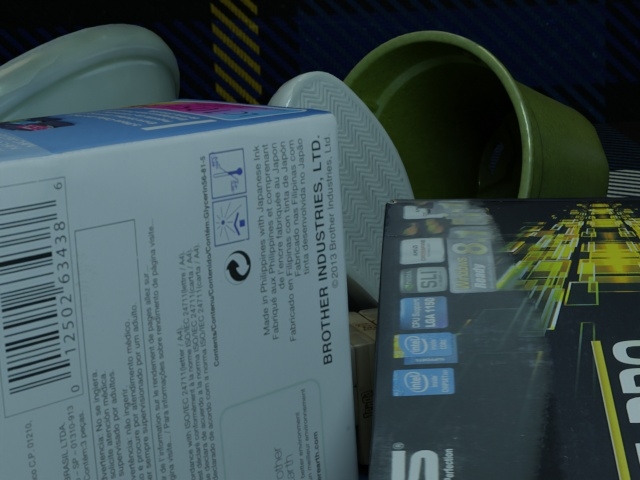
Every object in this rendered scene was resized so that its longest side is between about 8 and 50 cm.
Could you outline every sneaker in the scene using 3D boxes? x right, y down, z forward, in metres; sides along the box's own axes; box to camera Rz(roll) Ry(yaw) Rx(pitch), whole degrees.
[{"bbox_3d":[0.000,0.000,1.030,0.169,0.292,0.108,5,41,48],"label":"sneaker"}]

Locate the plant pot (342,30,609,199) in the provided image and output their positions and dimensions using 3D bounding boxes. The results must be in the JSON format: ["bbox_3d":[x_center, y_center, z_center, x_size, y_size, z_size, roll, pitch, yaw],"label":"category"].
[{"bbox_3d":[0.181,-0.075,1.419,0.276,0.276,0.254,8,4,41],"label":"plant pot"}]

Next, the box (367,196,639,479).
[{"bbox_3d":[0.186,0.098,0.670,0.318,0.097,0.395,-2,28,7],"label":"box"}]

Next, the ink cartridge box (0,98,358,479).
[{"bbox_3d":[-0.168,0.084,0.611,0.151,0.270,0.395,6,14,43],"label":"ink cartridge box"}]

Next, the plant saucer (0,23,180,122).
[{"bbox_3d":[-0.210,0.041,0.848,0.100,0.400,0.400,42,22,7],"label":"plant saucer"}]

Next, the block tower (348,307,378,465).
[{"bbox_3d":[-0.005,0.106,0.905,0.335,0.097,0.091,-8,12,-18],"label":"block tower"}]
